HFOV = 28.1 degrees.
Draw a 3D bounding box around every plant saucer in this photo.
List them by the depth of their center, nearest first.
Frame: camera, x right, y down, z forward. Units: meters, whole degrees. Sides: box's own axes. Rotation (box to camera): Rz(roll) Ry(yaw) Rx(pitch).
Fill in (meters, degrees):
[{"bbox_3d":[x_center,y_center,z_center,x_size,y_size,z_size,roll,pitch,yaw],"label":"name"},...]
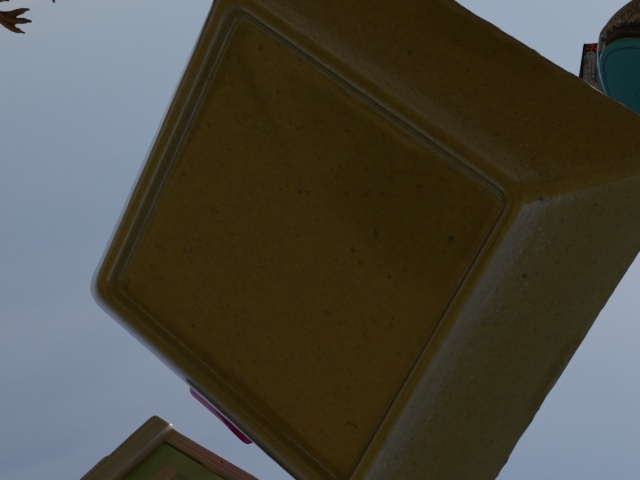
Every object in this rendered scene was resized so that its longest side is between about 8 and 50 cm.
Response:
[{"bbox_3d":[0.000,0.000,0.802,0.333,0.333,0.081,37,-156,23],"label":"plant saucer"}]

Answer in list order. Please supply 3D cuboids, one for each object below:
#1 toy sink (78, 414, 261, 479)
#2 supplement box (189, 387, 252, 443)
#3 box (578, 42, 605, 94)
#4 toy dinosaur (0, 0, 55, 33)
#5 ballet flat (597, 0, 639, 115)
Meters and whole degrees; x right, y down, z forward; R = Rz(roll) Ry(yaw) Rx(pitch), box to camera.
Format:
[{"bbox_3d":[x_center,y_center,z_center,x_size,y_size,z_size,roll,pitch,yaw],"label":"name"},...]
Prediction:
[{"bbox_3d":[-0.138,0.245,1.017,0.234,0.131,0.153,27,-139,21],"label":"toy sink"},{"bbox_3d":[-0.034,0.032,1.006,0.111,0.220,0.114,-9,-159,-28],"label":"supplement box"},{"bbox_3d":[0.321,-0.148,1.384,0.094,0.137,0.027,3,171,45],"label":"box"},{"bbox_3d":[-0.295,-0.236,1.102,0.211,0.112,0.064,-5,-119,-5],"label":"toy dinosaur"},{"bbox_3d":[0.408,-0.043,1.310,0.164,0.483,0.182,8,-143,44],"label":"ballet flat"}]
